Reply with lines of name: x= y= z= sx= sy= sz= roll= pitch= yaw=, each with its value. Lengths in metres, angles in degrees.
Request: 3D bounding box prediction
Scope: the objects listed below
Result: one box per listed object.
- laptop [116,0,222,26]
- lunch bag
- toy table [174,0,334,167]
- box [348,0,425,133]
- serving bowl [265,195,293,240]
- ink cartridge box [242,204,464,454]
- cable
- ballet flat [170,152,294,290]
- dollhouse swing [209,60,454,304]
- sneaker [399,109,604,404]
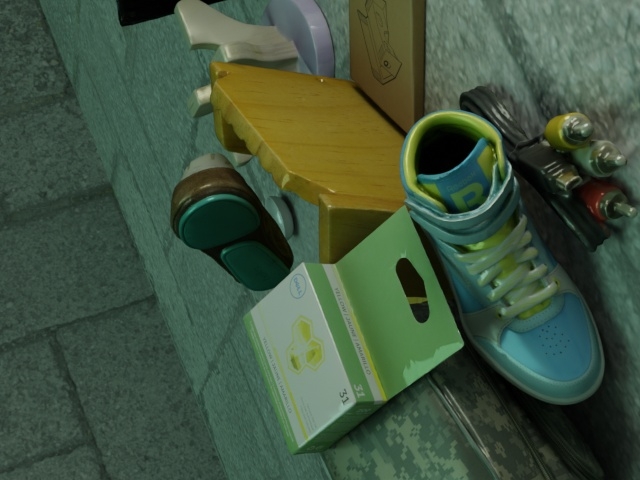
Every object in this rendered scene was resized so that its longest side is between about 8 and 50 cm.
laptop: x=-0.213 y=-0.476 z=1.775 sx=0.137 sy=0.234 sz=0.264 roll=-126 pitch=24 yaw=-45
lunch bag: x=0.160 y=0.214 z=1.353 sx=0.213 sy=0.256 sz=0.305 roll=-53 pitch=53 yaw=30
toy table: x=-0.095 y=-0.242 z=1.785 sx=0.252 sy=0.160 sz=0.274 roll=65 pitch=160 yaw=17
box: x=0.078 y=-0.247 z=1.495 sx=0.164 sy=0.021 sz=0.201 roll=-128 pitch=27 yaw=-45
serving bowl: x=-0.066 y=-0.039 z=2.110 sx=0.083 sy=0.027 sz=0.083 roll=161 pitch=90 yaw=-73
ink cartridge box: x=0.026 y=0.094 z=1.277 sx=0.235 sy=0.056 sz=0.171 roll=-44 pitch=57 yaw=39
cable: x=0.226 y=-0.082 z=1.221 sx=0.139 sy=0.072 sz=0.287 roll=60 pitch=179 yaw=-22
ballet flat: x=-0.118 y=-0.039 z=1.588 sx=0.342 sy=0.116 sz=0.124 roll=47 pitch=-156 yaw=-65
dollhouse swing: x=0.000 y=0.000 z=1.550 sx=0.347 sy=0.315 sz=0.305 roll=52 pitch=129 yaw=45
sneaker: x=0.169 y=0.013 z=1.205 sx=0.319 sy=0.127 sz=0.208 roll=58 pitch=-179 yaw=16
